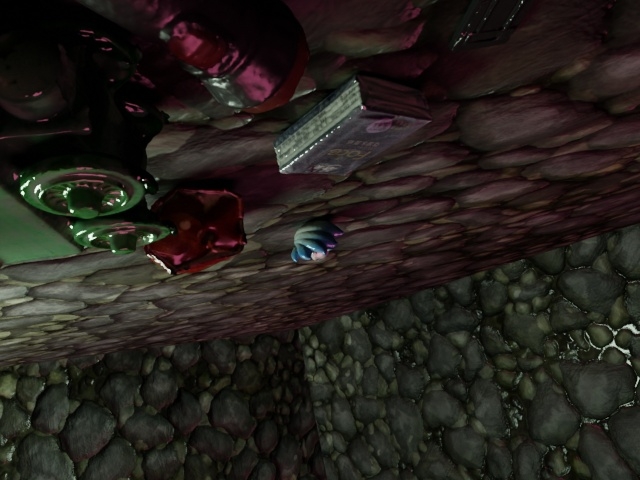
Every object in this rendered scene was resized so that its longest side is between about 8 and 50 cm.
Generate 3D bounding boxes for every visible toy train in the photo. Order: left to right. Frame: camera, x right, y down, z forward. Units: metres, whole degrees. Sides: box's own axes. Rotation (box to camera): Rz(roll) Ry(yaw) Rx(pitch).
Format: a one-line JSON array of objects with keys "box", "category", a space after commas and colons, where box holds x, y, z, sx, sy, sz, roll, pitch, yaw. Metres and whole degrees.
[{"box": [-0.228, -0.067, 0.456, 0.201, 0.145, 0.266, -7, 166, -8], "category": "toy train"}]

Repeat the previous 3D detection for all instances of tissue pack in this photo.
[{"box": [0.034, -0.125, 0.645, 0.112, 0.051, 0.156, -2, 163, -41], "category": "tissue pack"}]

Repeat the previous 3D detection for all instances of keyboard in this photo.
[{"box": [0.163, -0.218, 0.456, 0.061, 0.013, 0.204, -11, 166, -8], "category": "keyboard"}]

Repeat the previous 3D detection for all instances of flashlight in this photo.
[{"box": [-0.098, -0.152, 0.345, 0.092, 0.093, 0.232, -19, 165, 26], "category": "flashlight"}]

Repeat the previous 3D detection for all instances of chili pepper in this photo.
[{"box": [-0.193, -0.008, 0.861, 0.144, 0.136, 0.252, -55, -172, -13], "category": "chili pepper"}]

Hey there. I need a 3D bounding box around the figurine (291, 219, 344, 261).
[{"box": [0.000, 0.000, 1.072, 0.114, 0.079, 0.114, -17, -168, 4], "category": "figurine"}]
